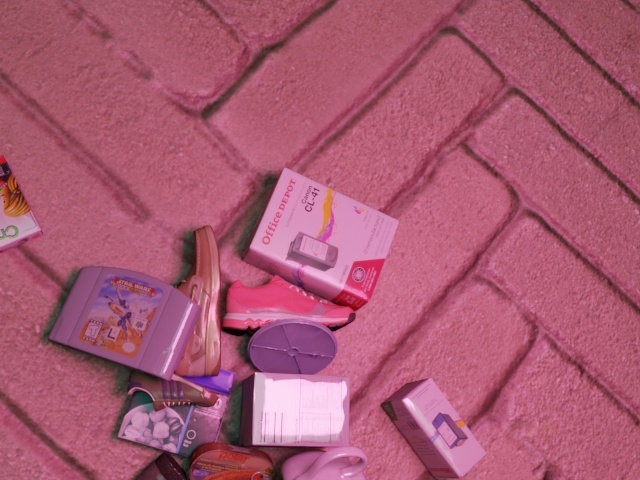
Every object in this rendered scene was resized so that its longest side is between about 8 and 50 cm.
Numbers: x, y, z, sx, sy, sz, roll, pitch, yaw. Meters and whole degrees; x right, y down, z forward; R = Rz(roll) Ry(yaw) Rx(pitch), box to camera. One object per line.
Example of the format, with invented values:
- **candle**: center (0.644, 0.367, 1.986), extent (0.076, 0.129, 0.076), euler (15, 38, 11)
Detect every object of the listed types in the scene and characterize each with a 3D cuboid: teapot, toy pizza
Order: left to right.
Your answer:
- **toy pizza**: center (-0.062, 0.236, 1.669), extent (0.201, 0.201, 0.032), euler (8, 40, -12)
- **teapot**: center (0.033, 0.539, 1.561), extent (0.187, 0.256, 0.253), euler (-18, 88, -8)

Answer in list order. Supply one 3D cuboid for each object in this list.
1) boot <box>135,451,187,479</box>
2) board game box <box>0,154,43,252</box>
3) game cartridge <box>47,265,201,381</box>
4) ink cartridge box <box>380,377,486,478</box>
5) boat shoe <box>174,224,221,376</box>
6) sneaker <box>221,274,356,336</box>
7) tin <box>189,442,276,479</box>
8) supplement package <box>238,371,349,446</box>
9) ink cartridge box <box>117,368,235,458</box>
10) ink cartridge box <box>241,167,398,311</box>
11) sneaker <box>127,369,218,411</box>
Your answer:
- **boot**: center (-0.316, 0.582, 1.569), extent (0.161, 0.083, 0.246), euler (-40, 88, -8)
- **board game box**: center (-0.785, -0.038, 1.613), extent (0.305, 0.053, 0.193), euler (-27, 84, -19)
- **game cartridge**: center (-0.414, 0.163, 1.595), extent (0.297, 0.062, 0.198), euler (14, 74, 16)
- **ink cartridge box**: center (0.253, 0.428, 1.702), extent (0.093, 0.154, 0.212), euler (-33, 85, -22)
- **boat shoe**: center (-0.278, 0.129, 1.663), extent (0.110, 0.122, 0.341), euler (0, 73, -10)
- **sneaker**: center (-0.069, 0.144, 1.717), extent (0.313, 0.116, 0.136), euler (2, 74, -14)
- **tin**: center (-0.188, 0.489, 1.602), extent (0.189, 0.040, 0.106), euler (18, 110, -20)
- **supplement package**: center (-0.060, 0.369, 1.616), extent (0.203, 0.194, 0.149), euler (5, 74, -14)
- **ink cartridge box**: center (-0.308, 0.356, 1.637), extent (0.206, 0.045, 0.208), euler (19, 70, -9)
- **ink cartridge box**: center (0.000, 0.000, 1.766), extent (0.306, 0.131, 0.226), euler (25, 71, -8)
- **sneaker**: center (-0.319, 0.327, 1.585), extent (0.192, 0.064, 0.086), euler (25, 69, 2)
